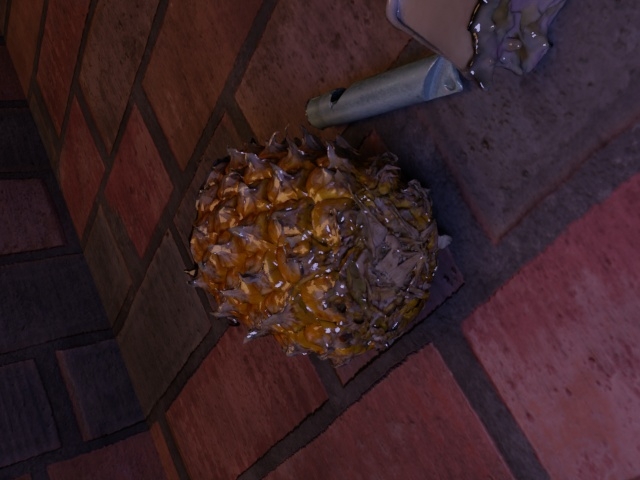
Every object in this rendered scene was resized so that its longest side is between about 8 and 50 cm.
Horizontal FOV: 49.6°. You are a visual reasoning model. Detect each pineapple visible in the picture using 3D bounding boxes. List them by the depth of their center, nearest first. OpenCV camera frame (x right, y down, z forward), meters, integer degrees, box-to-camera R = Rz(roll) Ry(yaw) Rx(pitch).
[{"bbox_3d":[0.002,0.002,1.001,0.300,0.352,0.352,8,105,45],"label":"pineapple"}]

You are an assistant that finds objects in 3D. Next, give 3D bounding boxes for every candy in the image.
[{"bbox_3d":[0.188,-0.303,0.824,0.195,0.137,0.185,46,133,39],"label":"candy"}]

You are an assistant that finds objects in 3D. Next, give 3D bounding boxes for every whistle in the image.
[{"bbox_3d":[0.089,-0.221,1.043,0.312,0.062,0.062,-3,96,54],"label":"whistle"}]
